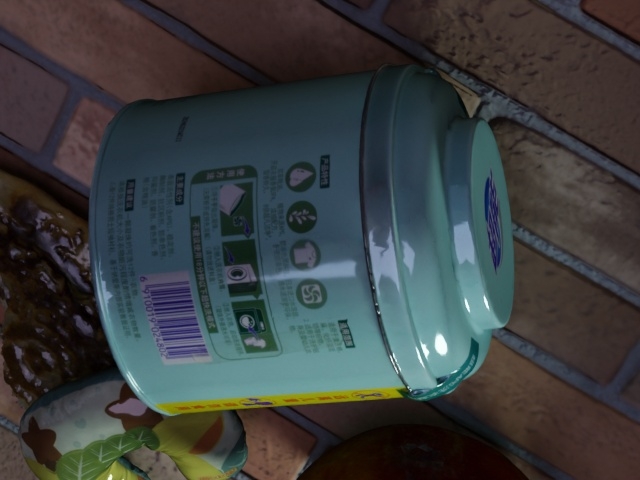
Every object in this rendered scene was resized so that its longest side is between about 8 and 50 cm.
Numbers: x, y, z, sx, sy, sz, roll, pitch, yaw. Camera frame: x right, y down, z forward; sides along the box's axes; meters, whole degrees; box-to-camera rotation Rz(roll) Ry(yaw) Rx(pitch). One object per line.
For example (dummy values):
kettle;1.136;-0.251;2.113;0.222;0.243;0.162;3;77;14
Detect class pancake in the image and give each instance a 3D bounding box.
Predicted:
pancake;-0.282;0.071;1.450;0.266;0.057;0.244;37;124;4

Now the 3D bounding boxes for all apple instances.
apple;0.091;0.277;1.303;0.293;0.251;0.163;11;122;11

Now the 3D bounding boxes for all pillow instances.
pillow;-0.190;0.204;1.427;0.233;0.086;0.214;-21;137;19

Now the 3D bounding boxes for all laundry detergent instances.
laundry detergent;0.000;0.000;1.202;0.305;0.287;0.287;-6;109;17
